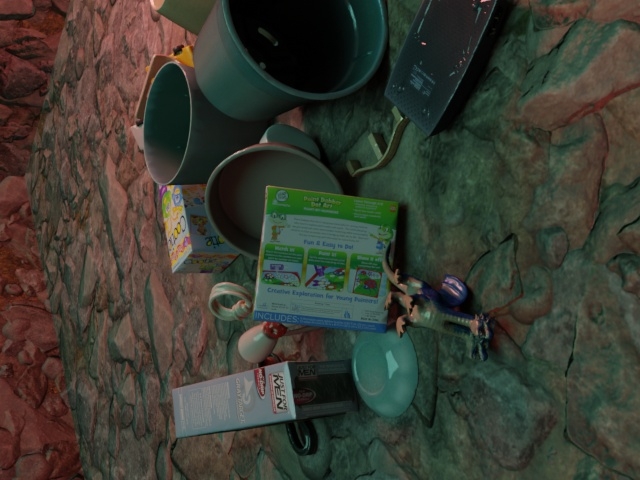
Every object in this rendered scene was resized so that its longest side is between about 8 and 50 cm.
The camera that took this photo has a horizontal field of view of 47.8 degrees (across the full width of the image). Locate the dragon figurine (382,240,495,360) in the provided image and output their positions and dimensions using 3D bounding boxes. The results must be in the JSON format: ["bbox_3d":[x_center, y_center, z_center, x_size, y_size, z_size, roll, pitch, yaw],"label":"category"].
[{"bbox_3d":[0.191,0.104,1.221,0.289,0.144,0.085,-116,38,-63],"label":"dragon figurine"}]

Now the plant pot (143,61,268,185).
[{"bbox_3d":[-0.273,-0.272,1.777,0.293,0.235,0.292,-4,85,55],"label":"plant pot"}]

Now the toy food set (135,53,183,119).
[{"bbox_3d":[-0.398,-0.349,2.027,0.306,0.092,0.219,45,127,23],"label":"toy food set"}]

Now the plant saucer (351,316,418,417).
[{"bbox_3d":[0.109,0.242,1.379,0.195,0.037,0.194,-3,87,55],"label":"plant saucer"}]

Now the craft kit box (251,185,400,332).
[{"bbox_3d":[0.009,0.036,1.332,0.061,0.250,0.246,174,103,-83],"label":"craft kit box"}]

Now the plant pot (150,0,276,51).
[{"bbox_3d":[-0.260,-0.591,1.739,0.256,0.274,0.256,-5,84,56],"label":"plant pot"}]

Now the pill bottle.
[{"bbox_3d":[-0.120,-0.116,1.615,0.278,0.162,0.162,-53,48,41],"label":"pill bottle"}]

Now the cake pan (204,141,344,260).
[{"bbox_3d":[-0.090,-0.080,1.499,0.054,0.293,0.293,-82,18,-53],"label":"cake pan"}]

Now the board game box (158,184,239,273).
[{"bbox_3d":[-0.327,-0.064,1.927,0.142,0.144,0.275,-41,55,48],"label":"board game box"}]

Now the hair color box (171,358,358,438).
[{"bbox_3d":[-0.125,0.335,1.517,0.374,0.185,0.113,-22,71,40],"label":"hair color box"}]

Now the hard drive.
[{"bbox_3d":[0.213,-0.323,1.235,0.172,0.054,0.254,53,130,42],"label":"hard drive"}]

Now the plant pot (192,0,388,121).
[{"bbox_3d":[-0.092,-0.403,1.471,0.334,0.341,0.341,-16,75,63],"label":"plant pot"}]

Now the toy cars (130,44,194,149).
[{"bbox_3d":[-0.448,-0.426,2.164,0.176,0.087,0.393,34,124,12],"label":"toy cars"}]

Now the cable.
[{"bbox_3d":[-0.081,0.362,1.658,0.287,0.072,0.139,36,101,36],"label":"cable"}]

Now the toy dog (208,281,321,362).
[{"bbox_3d":[-0.043,0.110,1.488,0.334,0.161,0.220,-20,111,24],"label":"toy dog"}]

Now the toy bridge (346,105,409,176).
[{"bbox_3d":[0.115,-0.180,1.395,0.188,0.026,0.063,-47,54,44],"label":"toy bridge"}]
